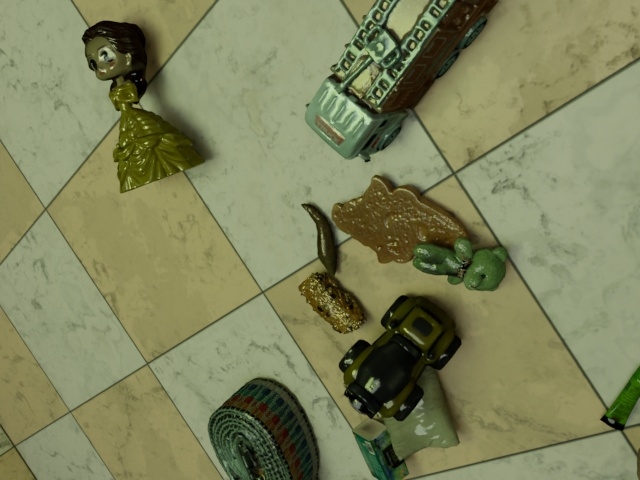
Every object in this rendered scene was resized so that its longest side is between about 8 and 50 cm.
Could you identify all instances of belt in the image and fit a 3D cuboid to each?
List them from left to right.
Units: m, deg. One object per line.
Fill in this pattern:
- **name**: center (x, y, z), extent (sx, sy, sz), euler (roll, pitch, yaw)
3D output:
- **belt**: center (-0.133, 0.476, 1.216), extent (0.207, 0.160, 0.295), euler (-10, 103, 33)

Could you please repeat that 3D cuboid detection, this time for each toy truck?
- **toy truck**: center (0.099, -0.258, 0.790), extent (0.136, 0.162, 0.305), euler (44, 125, 8)
- **toy truck**: center (0.134, 0.196, 0.913), extent (0.147, 0.165, 0.224), euler (40, 86, 15)

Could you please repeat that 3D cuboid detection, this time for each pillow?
- **pillow**: center (0.174, 0.316, 1.026), extent (0.134, 0.078, 0.181), euler (-21, 91, 30)

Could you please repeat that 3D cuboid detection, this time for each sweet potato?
- **sweet potato**: center (0.006, -0.003, 1.023), extent (0.041, 0.038, 0.153), euler (-17, 98, 11)

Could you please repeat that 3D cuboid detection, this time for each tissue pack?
- **tissue pack**: center (0.130, 0.424, 1.099), extent (0.085, 0.079, 0.111), euler (-9, 107, 65)

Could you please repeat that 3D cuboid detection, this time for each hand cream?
- **hand cream**: center (0.485, 0.250, 0.848), extent (0.036, 0.023, 0.122), euler (23, 120, 20)

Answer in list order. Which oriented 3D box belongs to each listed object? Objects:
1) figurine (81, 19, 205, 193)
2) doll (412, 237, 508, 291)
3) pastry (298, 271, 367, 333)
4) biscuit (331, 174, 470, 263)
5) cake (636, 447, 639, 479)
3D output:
- **figurine**: center (-0.372, -0.269, 1.057), extent (0.187, 0.168, 0.315), euler (-1, 113, 59)
- **doll**: center (0.224, 0.046, 0.880), extent (0.150, 0.077, 0.115), euler (11, 138, 15)
- **pastry**: center (0.022, 0.123, 1.053), extent (0.140, 0.056, 0.080), euler (50, 129, 7)
- **biscuit**: center (0.135, -0.029, 0.937), extent (0.250, 0.035, 0.162), euler (15, 122, 25)
- **cake**: center (0.599, 0.390, 0.708), extent (0.230, 0.237, 0.309), euler (-31, 90, 35)
